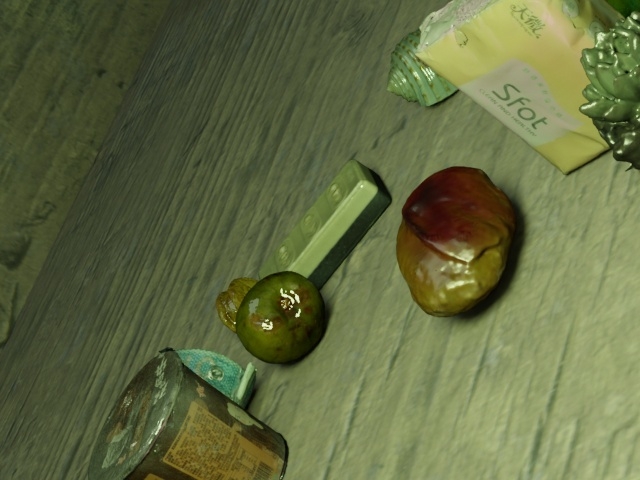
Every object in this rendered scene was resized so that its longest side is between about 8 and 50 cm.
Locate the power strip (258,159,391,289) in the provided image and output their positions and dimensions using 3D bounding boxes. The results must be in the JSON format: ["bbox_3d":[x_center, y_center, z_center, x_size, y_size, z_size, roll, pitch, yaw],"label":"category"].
[{"bbox_3d":[0.000,0.000,2.217,0.257,0.070,0.105,-52,21,13],"label":"power strip"}]

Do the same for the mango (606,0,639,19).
[{"bbox_3d":[0.362,-0.311,1.853,0.119,0.100,0.178,-42,32,25],"label":"mango"}]

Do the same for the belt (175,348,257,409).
[{"bbox_3d":[-0.178,0.224,2.179,0.163,0.147,0.082,103,-174,-63],"label":"belt"}]

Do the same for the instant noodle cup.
[{"bbox_3d":[-0.176,0.291,1.981,0.217,0.207,0.217,-46,22,25],"label":"instant noodle cup"}]

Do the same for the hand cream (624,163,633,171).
[{"bbox_3d":[0.400,-0.133,1.593,0.165,0.037,0.057,-44,-11,26],"label":"hand cream"}]

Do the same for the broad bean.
[{"bbox_3d":[0.170,0.003,1.780,0.156,0.122,0.229,-20,40,15],"label":"broad bean"}]

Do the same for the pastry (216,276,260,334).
[{"bbox_3d":[-0.111,0.105,2.264,0.109,0.097,0.057,-12,-32,-54],"label":"pastry"}]

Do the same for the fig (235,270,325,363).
[{"bbox_3d":[-0.049,0.130,2.120,0.126,0.185,0.133,15,63,25],"label":"fig"}]

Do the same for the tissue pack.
[{"bbox_3d":[0.271,-0.212,1.685,0.215,0.256,0.123,-31,29,47],"label":"tissue pack"}]

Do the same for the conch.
[{"bbox_3d":[0.169,-0.272,2.215,0.153,0.102,0.135,-47,38,21],"label":"conch"}]

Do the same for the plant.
[{"bbox_3d":[0.349,-0.137,1.493,0.132,0.194,0.129,-49,18,14],"label":"plant"}]
